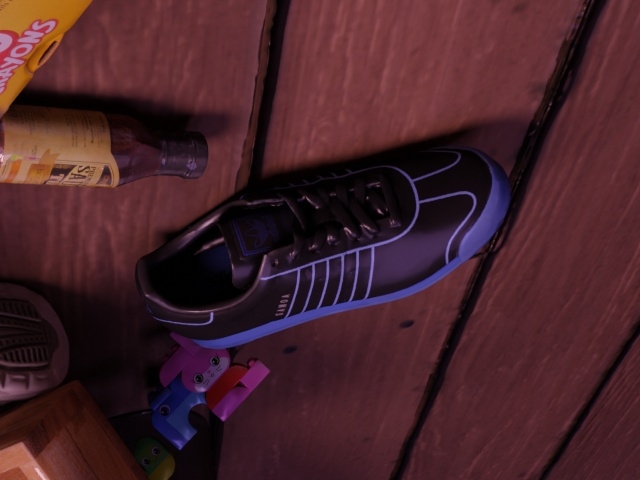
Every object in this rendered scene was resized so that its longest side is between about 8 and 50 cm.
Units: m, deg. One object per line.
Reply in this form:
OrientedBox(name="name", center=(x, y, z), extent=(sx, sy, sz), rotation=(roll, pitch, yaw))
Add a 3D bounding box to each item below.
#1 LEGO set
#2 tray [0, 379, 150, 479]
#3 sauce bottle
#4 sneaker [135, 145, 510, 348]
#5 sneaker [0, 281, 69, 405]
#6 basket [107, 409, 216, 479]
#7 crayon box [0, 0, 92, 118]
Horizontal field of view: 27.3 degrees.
OrientedBox(name="LEGO set", center=(-0.150, 0.139, 0.920), extent=(0.227, 0.093, 0.087), rotation=(-47, -174, -5))
OrientedBox(name="tray", center=(-0.258, 0.248, 0.856), extent=(0.411, 0.202, 0.076), rotation=(-25, -164, 29))
OrientedBox(name="sauce bottle", center=(-0.120, -0.048, 0.685), extent=(0.128, 0.042, 0.042), rotation=(2, 143, -30))
OrientedBox(name="sneaker", center=(0.000, 0.000, 0.794), extent=(0.232, 0.081, 0.090), rotation=(-25, 156, 10))
OrientedBox(name="sneaker", center=(-0.264, 0.076, 0.754), extent=(0.232, 0.090, 0.115), rotation=(15, 138, -43))
OrientedBox(name="basket", center=(-0.142, 0.278, 1.008), extent=(0.204, 0.226, 0.154), rotation=(-39, 145, 29))
OrientedBox(name="crayon box", center=(-0.177, -0.094, 0.471), extent=(0.165, 0.081, 0.278), rotation=(-15, 161, -48))
